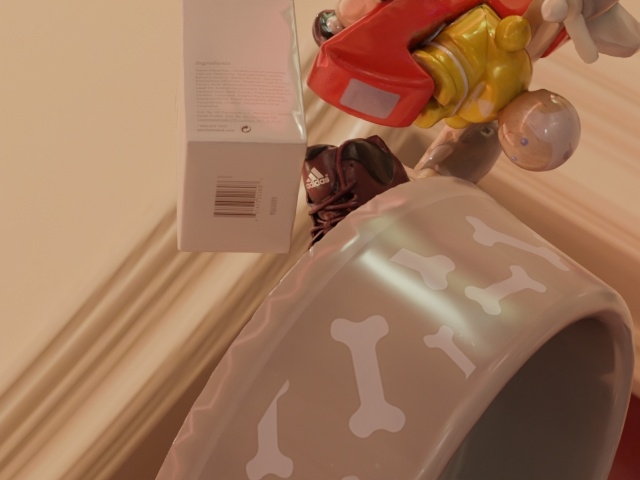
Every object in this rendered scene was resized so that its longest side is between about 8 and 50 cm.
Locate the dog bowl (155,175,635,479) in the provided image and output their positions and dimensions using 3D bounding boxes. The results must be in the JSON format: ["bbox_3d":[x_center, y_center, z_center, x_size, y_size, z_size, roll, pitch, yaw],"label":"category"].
[{"bbox_3d":[0.044,0.145,0.726,0.349,0.102,0.349,-41,-35,-39],"label":"dog bowl"}]

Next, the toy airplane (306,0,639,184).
[{"bbox_3d":[0.211,-0.193,1.542,0.384,0.272,0.386,-30,-24,11],"label":"toy airplane"}]

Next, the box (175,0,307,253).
[{"bbox_3d":[-0.066,-0.095,1.124,0.091,0.170,0.130,1,-39,-8],"label":"box"}]

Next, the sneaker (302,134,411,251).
[{"bbox_3d":[0.000,0.000,1.361,0.281,0.106,0.163,-52,-56,-41],"label":"sneaker"}]
